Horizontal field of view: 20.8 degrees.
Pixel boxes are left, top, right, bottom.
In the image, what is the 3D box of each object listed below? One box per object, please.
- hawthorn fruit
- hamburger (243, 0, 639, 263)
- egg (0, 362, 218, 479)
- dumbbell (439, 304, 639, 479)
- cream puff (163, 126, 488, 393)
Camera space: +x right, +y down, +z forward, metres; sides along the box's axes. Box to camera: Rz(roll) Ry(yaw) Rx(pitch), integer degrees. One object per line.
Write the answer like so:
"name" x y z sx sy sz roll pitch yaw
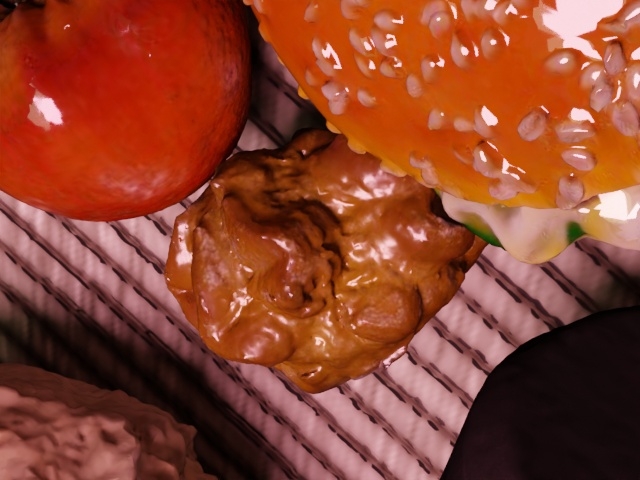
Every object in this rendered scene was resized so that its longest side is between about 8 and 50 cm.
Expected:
"hawthorn fruit" -0.083 -0.058 0.645 0.125 0.125 0.140 7 120 25
"hamburger" 0.075 -0.110 0.509 0.236 0.147 0.237 13 121 22
"egg" -0.137 0.205 0.749 0.279 0.279 0.310 20 126 17
"dumbbell" 0.107 0.201 0.651 0.203 0.204 0.322 27 129 11
"cream puff" 0.000 0.000 0.644 0.094 0.122 0.116 45 163 -9
